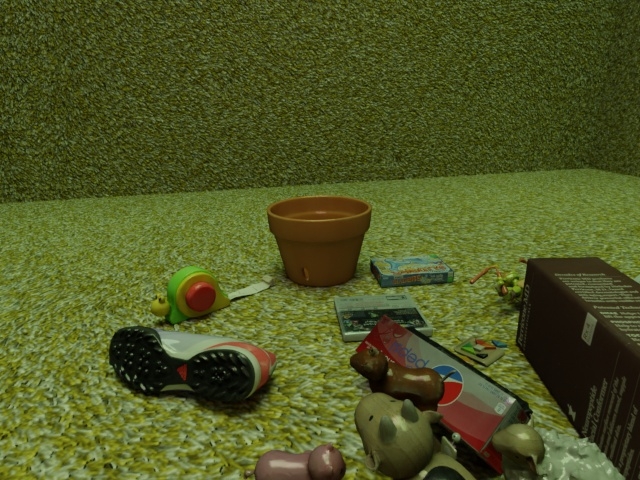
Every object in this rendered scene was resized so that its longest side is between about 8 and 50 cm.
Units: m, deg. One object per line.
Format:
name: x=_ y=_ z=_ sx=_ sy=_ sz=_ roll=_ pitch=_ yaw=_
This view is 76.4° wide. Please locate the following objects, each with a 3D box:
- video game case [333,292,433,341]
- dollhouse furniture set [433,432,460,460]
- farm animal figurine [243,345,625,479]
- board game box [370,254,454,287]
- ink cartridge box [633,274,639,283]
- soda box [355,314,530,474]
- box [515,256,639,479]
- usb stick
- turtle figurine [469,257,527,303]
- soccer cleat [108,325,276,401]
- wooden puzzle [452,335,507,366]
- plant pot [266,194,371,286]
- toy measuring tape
video game case: x=0.133 y=0.170 z=0.922 sx=0.190 sy=0.022 sz=0.173 roll=-2 pitch=18 yaw=-5
dollhouse furniture set: x=0.134 y=0.266 z=0.535 sx=0.090 sy=0.081 sz=0.114 roll=-8 pitch=19 yaw=-19
farm animal figurine: x=0.074 y=0.244 z=0.369 sx=0.326 sy=0.172 sz=0.330 roll=25 pitch=52 yaw=30
board game box: x=0.253 y=0.084 z=1.146 sx=0.201 sy=0.035 sz=0.136 roll=-4 pitch=18 yaw=-6
ink cartridge box: x=0.827 y=0.125 z=0.949 sx=0.232 sy=0.066 sz=0.189 roll=-2 pitch=18 yaw=-13
soda box: x=0.173 y=0.218 z=0.621 sx=0.083 sy=0.092 sz=0.263 roll=-48 pitch=33 yaw=-10
box: x=0.440 y=0.177 z=0.607 sx=0.143 sy=0.191 sz=0.381 roll=0 pitch=18 yaw=5
usb stick: x=0.224 y=0.227 z=0.707 sx=0.077 sy=0.045 sz=0.278 roll=-4 pitch=17 yaw=-30
turtle figurine: x=0.484 y=0.127 z=0.920 sx=0.269 sy=0.087 sz=0.217 roll=-2 pitch=24 yaw=-30
soccer cleat: x=-0.233 y=0.214 z=0.729 sx=0.317 sy=0.109 sz=0.116 roll=2 pitch=-4 yaw=20
wooden puzzle: x=0.308 y=0.212 z=0.790 sx=0.116 sy=0.014 sz=0.078 roll=-18 pitch=25 yaw=-41
plant pot: x=0.000 y=0.000 z=1.155 sx=0.290 sy=0.204 sz=0.291 roll=-2 pitch=18 yaw=1
toy measuring tape: x=-0.255 y=0.105 z=1.004 sx=0.330 sy=0.122 sz=0.121 roll=-17 pitch=24 yaw=-39
